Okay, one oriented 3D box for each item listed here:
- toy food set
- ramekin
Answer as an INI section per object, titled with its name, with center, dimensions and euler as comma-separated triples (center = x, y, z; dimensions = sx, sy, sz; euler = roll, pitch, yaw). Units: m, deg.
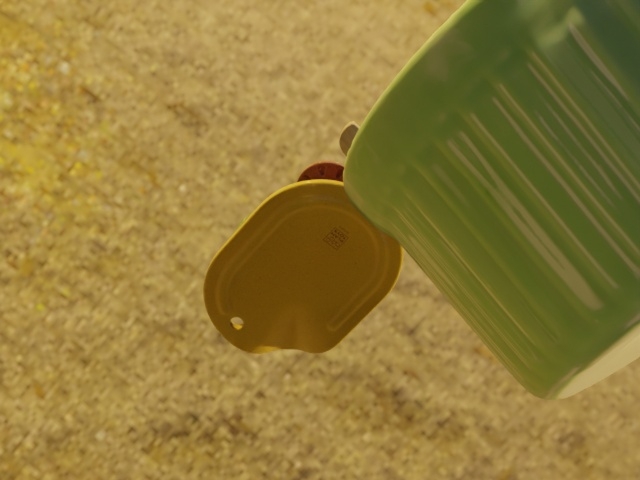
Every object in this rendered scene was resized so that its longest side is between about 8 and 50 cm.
[toy food set]
center = 0.000, 0.000, 1.136
dimensions = 0.128, 0.218, 0.071
euler = 38, 25, -16
[ramekin]
center = 0.175, -0.054, 0.688
dimensions = 0.148, 0.303, 0.303
euler = 55, 28, 14
